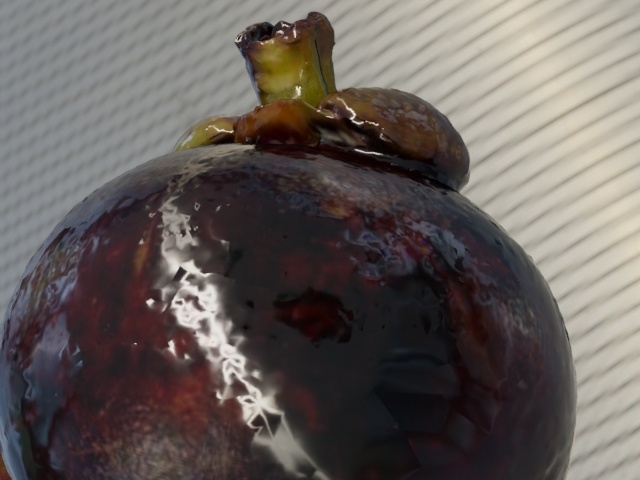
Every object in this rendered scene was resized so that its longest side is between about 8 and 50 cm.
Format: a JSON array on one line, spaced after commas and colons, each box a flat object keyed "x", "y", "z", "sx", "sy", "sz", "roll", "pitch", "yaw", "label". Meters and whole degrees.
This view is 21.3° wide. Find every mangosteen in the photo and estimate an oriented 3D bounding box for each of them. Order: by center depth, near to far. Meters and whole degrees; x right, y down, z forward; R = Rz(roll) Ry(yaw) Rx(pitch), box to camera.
[{"x": -0.021, "y": 0.067, "z": 0.882, "sx": 0.297, "sy": 0.297, "sz": 0.293, "roll": -31, "pitch": 44, "yaw": 8, "label": "mangosteen"}]

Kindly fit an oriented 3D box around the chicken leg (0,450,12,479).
[{"x": -0.343, "y": 0.243, "z": 1.958, "sx": 0.096, "sy": 0.407, "sz": 0.158, "roll": -15, "pitch": 93, "yaw": 50, "label": "chicken leg"}]
